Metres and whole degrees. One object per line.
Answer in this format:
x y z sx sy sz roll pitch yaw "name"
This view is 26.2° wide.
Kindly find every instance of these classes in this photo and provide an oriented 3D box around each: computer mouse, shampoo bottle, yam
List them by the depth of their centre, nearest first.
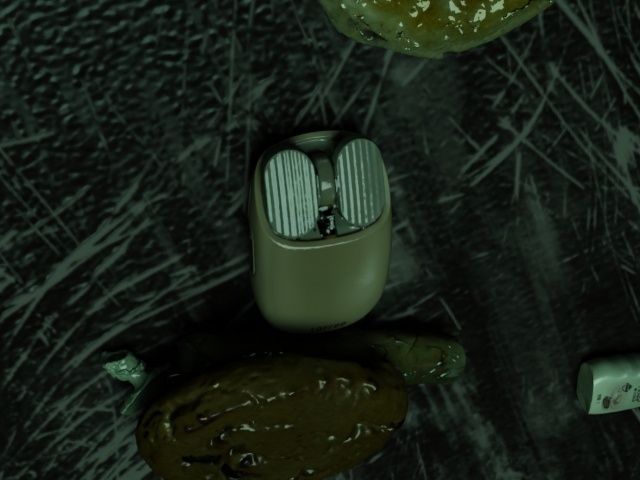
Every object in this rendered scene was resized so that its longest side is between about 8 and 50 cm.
0.000 0.000 1.372 0.145 0.082 0.237 -8 127 -13 "computer mouse"
0.004 0.125 1.473 0.317 0.067 0.071 2 122 -22 "yam"
0.386 0.166 1.652 0.151 0.045 0.077 -9 126 -15 "shampoo bottle"

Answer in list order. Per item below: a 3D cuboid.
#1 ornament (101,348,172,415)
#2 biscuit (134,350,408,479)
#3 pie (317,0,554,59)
-0.187 0.149 1.439 0.068 0.041 0.092 -26 122 -25 "ornament"
-0.048 0.200 1.445 0.295 0.075 0.296 -7 151 -4 "biscuit"
0.123 -0.306 1.197 0.339 0.077 0.339 -10 126 -13 "pie"
